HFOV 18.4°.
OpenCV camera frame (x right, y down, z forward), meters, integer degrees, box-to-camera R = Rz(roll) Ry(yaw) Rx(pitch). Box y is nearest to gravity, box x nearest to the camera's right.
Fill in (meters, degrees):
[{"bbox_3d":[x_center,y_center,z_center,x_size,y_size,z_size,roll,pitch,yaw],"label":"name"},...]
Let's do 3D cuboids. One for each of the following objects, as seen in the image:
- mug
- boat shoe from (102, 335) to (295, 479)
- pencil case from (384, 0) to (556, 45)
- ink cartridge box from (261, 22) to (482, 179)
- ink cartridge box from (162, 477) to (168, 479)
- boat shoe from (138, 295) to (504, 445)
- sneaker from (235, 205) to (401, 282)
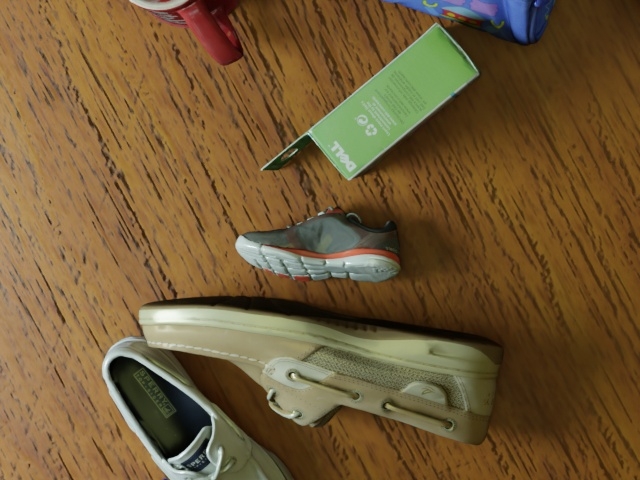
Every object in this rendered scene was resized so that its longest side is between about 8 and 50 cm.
[{"bbox_3d":[-0.117,-0.242,1.794,0.150,0.169,0.113,34,96,3],"label":"mug"},{"bbox_3d":[-0.117,0.201,1.871,0.258,0.084,0.095,44,97,1],"label":"boat shoe"},{"bbox_3d":[0.077,-0.266,1.793,0.306,0.133,0.119,16,99,5],"label":"pencil case"},{"bbox_3d":[0.050,-0.109,1.819,0.209,0.109,0.062,-39,89,7],"label":"ink cartridge box"},{"bbox_3d":[-0.181,0.422,1.801,0.151,0.270,0.396,-2,94,4],"label":"ink cartridge box"},{"bbox_3d":[-0.006,0.121,1.836,0.341,0.121,0.110,9,94,4],"label":"boat shoe"},{"bbox_3d":[0.000,0.000,1.868,0.158,0.061,0.065,6,68,4],"label":"sneaker"}]
